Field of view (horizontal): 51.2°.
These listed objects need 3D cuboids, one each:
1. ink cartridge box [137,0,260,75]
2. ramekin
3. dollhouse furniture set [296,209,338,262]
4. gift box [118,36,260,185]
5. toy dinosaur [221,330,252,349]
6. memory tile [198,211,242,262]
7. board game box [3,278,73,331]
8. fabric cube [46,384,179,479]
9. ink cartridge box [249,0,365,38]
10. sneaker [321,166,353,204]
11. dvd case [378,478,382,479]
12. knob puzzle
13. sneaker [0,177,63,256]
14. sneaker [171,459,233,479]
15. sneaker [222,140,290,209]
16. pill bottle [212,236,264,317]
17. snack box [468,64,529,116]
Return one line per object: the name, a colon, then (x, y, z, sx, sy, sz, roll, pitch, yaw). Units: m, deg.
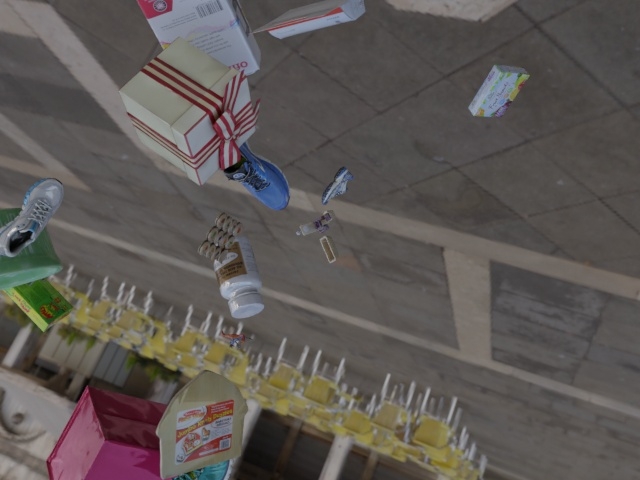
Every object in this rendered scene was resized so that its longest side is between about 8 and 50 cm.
ink cartridge box: (-0.322, -0.583, 1.805, 0.226, 0.131, 0.306, -14, 133, 12)
ramekin: (-0.758, 0.030, 1.514, 0.304, 0.148, 0.303, -16, 177, -1)
dollhouse furniture set: (0.000, 0.000, 1.592, 0.091, 0.081, 0.114, -31, 81, 57)
gift box: (-0.300, -0.332, 1.667, 0.258, 0.276, 0.255, 36, 164, 16)
toy dinosaur: (-0.245, 0.284, 1.920, 0.090, 0.047, 0.082, 30, 144, -4)
memory tile: (-0.233, -0.005, 1.570, 0.012, 0.113, 0.148, 31, 178, 15)
board game box: (-0.765, 0.148, 1.793, 0.181, 0.092, 0.043, 46, 128, 0)
fabric cube: (-0.530, 0.576, 1.757, 0.258, 0.254, 0.259, 25, -172, -34)
ink cartridge box: (-0.024, -0.474, 1.454, 0.189, 0.232, 0.066, -6, 122, 26)
sneaker: (0.056, -0.162, 2.096, 0.058, 0.135, 0.052, 35, -175, -15)
dvd case: (0.186, 0.544, 1.409, 0.119, 0.013, 0.087, 16, 166, 47)
knob puzzle: (-0.223, 0.333, 1.257, 0.030, 0.213, 0.213, 17, 164, 49)
sneaker: (-0.583, -0.041, 1.361, 0.071, 0.190, 0.083, 40, 167, -38)
sneaker: (-0.298, 0.576, 1.601, 0.107, 0.275, 0.110, 21, 174, 32)
sneaker: (-0.224, -0.203, 1.998, 0.130, 0.147, 0.330, -35, 113, 26)
pill bottle: (-0.251, 0.114, 2.050, 0.131, 0.229, 0.131, -16, 156, -7)
snack box: (0.461, -0.386, 1.732, 0.100, 0.037, 0.141, -2, 140, -27)
